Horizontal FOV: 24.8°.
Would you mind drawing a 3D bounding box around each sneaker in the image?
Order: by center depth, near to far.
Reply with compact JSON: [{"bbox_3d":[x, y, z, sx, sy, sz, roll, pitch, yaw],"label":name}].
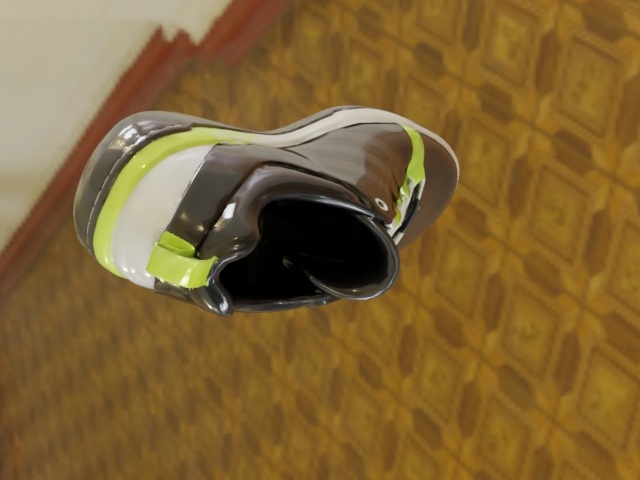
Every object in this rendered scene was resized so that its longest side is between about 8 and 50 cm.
[{"bbox_3d":[0.000,0.000,0.613,0.097,0.235,0.084,34,115,31],"label":"sneaker"}]
